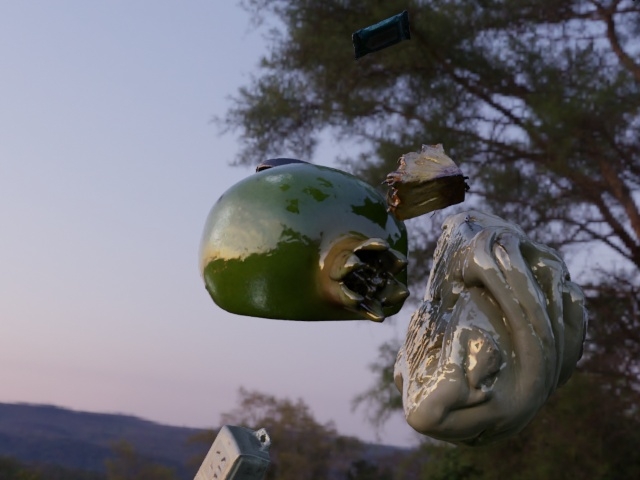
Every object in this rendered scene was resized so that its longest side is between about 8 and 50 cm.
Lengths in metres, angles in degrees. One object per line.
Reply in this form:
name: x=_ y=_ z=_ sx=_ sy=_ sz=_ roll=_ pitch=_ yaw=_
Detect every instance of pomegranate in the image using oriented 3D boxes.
pomegranate: x=0.000 y=0.000 z=1.215 sx=0.309 sy=0.216 sz=0.358 roll=5 pitch=-1 yaw=-28

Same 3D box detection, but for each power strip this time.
power strip: x=-0.144 y=0.350 z=1.101 sx=0.052 sy=0.272 sz=0.078 roll=22 pitch=13 yaw=-30

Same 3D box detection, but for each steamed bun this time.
steamed bun: x=0.266 y=0.126 z=1.261 sx=0.237 sy=0.394 sz=0.347 roll=21 pitch=-38 yaw=-4

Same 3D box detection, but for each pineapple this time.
pineapple: x=0.150 y=-0.085 z=1.192 sx=0.116 sy=0.137 sz=0.069 roll=14 pitch=-44 yaw=31

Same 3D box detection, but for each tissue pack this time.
tissue pack: x=0.136 y=-0.462 z=1.970 sx=0.138 sy=0.028 sz=0.085 roll=-20 pitch=-35 yaw=-3

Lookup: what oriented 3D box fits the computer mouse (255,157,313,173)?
computer mouse: x=-0.020 y=-0.084 z=1.620 sx=0.217 sy=0.073 sz=0.122 roll=33 pitch=-41 yaw=9
